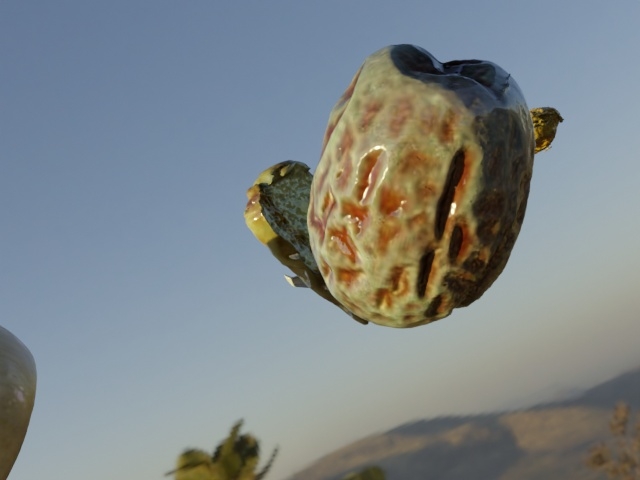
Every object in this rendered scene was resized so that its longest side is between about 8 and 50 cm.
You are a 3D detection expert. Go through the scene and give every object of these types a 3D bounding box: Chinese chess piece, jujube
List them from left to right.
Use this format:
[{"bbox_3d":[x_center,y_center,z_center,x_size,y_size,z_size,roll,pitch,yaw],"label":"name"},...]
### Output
[{"bbox_3d":[-0.408,0.204,1.293,0.104,0.257,0.257,31,-44,-29],"label":"Chinese chess piece"},{"bbox_3d":[0.096,-0.051,1.276,0.215,0.246,0.308,5,-62,-11],"label":"jujube"}]

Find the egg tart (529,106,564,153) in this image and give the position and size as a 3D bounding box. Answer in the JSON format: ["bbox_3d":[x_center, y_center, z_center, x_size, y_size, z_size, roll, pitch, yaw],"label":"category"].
[{"bbox_3d":[0.357,-0.179,2.052,0.130,0.052,0.130,-18,-22,-8],"label":"egg tart"}]

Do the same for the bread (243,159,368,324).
[{"bbox_3d":[0.000,0.000,1.556,0.128,0.232,0.088,-52,9,-32],"label":"bread"}]

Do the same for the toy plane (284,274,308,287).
[{"bbox_3d":[0.050,0.030,2.070,0.101,0.255,0.251,12,45,42],"label":"toy plane"}]
